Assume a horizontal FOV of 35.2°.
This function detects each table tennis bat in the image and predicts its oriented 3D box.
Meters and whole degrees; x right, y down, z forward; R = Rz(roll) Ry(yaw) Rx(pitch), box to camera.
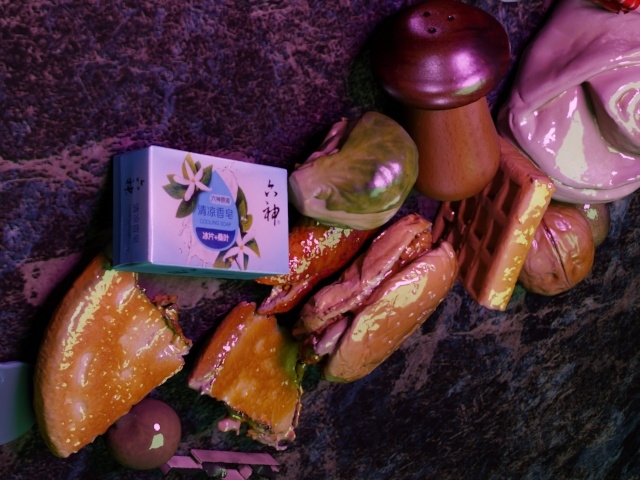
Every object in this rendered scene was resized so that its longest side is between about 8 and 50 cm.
[{"bbox_3d":[-0.405,0.181,1.259,0.124,0.033,0.201,-33,138,-26],"label":"table tennis bat"}]

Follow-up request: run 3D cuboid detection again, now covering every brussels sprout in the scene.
[{"bbox_3d":[0.051,-0.087,1.366,0.183,0.145,0.131,-48,-179,-14],"label":"brussels sprout"}]

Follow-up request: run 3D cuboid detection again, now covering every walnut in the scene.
[{"bbox_3d":[0.405,0.008,1.814,0.167,0.167,0.207,-45,137,-10],"label":"walnut"}]

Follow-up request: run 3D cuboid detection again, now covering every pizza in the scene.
[{"bbox_3d":[-0.096,0.216,1.543,0.189,0.071,0.297,-62,142,-20],"label":"pizza"},{"bbox_3d":[-0.268,0.140,1.319,0.228,0.081,0.290,-1,114,-41],"label":"pizza"}]

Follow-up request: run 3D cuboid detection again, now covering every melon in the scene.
[{"bbox_3d":[0.502,-0.041,1.918,0.099,0.099,0.162,-46,142,-9],"label":"melon"}]

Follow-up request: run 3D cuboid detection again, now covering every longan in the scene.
[{"bbox_3d":[-0.252,0.272,1.423,0.113,0.092,0.113,-9,126,-13],"label":"longan"}]

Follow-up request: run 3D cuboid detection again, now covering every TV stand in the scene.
[{"bbox_3d":[-0.159,0.362,1.615,0.249,0.036,0.042,18,105,-48],"label":"TV stand"}]

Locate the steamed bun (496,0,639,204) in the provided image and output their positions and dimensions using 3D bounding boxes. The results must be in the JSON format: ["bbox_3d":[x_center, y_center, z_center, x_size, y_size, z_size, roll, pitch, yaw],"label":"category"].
[{"bbox_3d":[0.486,-0.226,1.654,0.342,0.255,0.368,11,108,-45],"label":"steamed bun"}]

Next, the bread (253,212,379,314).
[{"bbox_3d":[0.004,0.003,1.465,0.269,0.095,0.139,-48,143,-22],"label":"bread"}]

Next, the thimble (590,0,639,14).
[{"bbox_3d":[0.405,-0.425,1.489,0.189,0.163,0.125,22,102,-5],"label":"thimble"}]

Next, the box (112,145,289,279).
[{"bbox_3d":[-0.147,-0.030,1.273,0.232,0.083,0.143,7,79,-45],"label":"box"}]

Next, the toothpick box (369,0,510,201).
[{"bbox_3d":[0.177,-0.198,1.433,0.192,0.192,0.294,-37,142,-18],"label":"toothpick box"}]

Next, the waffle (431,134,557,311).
[{"bbox_3d":[0.261,-0.040,1.588,0.055,0.248,0.221,10,112,-21],"label":"waffle"}]

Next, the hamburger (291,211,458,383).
[{"bbox_3d":[0.086,0.096,1.530,0.283,0.145,0.259,-40,172,0],"label":"hamburger"}]
